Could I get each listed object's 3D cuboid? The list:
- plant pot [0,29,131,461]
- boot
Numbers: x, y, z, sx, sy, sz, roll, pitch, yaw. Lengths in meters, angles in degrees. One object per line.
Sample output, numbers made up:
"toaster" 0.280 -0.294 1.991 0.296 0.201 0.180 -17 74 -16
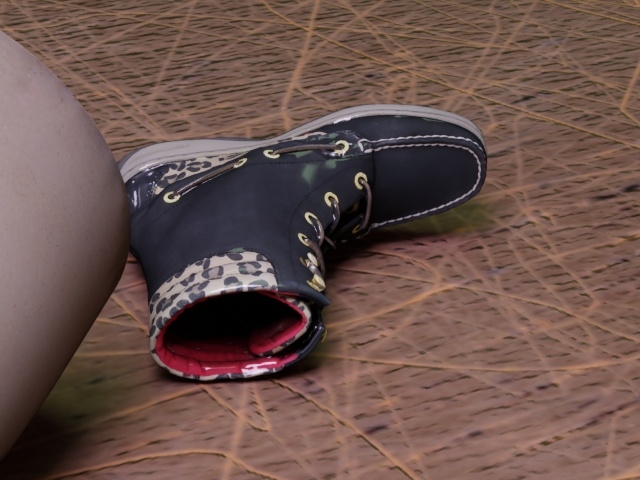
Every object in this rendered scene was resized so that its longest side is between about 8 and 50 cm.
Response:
"plant pot" -0.242 0.061 0.758 0.256 0.256 0.274 8 45 8
"boot" -0.001 0.002 1.025 0.236 0.085 0.178 -7 33 -7
